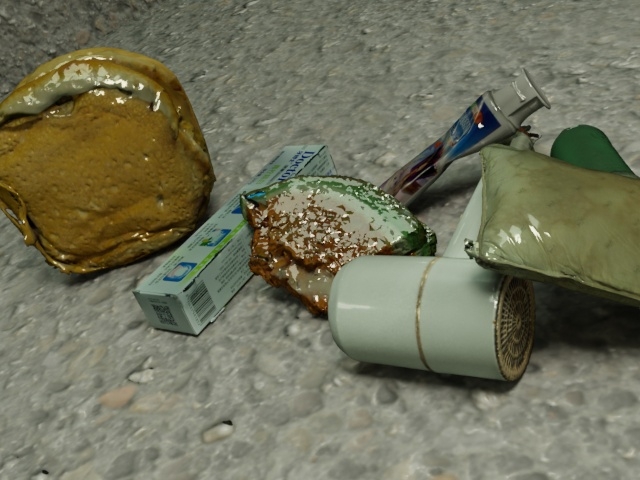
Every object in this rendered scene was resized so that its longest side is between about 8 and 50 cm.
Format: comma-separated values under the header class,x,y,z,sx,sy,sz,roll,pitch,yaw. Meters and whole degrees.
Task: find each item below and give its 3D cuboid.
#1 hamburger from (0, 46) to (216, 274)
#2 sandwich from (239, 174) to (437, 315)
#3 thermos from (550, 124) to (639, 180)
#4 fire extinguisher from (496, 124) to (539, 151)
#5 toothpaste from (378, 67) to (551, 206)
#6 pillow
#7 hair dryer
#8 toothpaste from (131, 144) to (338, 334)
class,x,y,z,sx,sy,sz,roll,pitch,yaw
hamburger,-0.298,-0.108,1.094,0.318,0.319,0.158,-22,32,-1
sandwich,-0.001,-0.011,0.914,0.235,0.079,0.159,30,63,29
thermos,0.302,-0.070,0.893,0.073,0.083,0.188,4,30,-1
fire extinguisher,0.244,-0.100,0.988,0.062,0.050,0.177,-1,34,7
toothpaste,0.151,-0.102,0.973,0.266,0.061,0.096,-38,22,25
pillow,0.274,-0.006,0.698,0.302,0.075,0.185,14,38,2
hair dryer,0.157,-0.011,0.828,0.173,0.108,0.357,4,40,32
toothpaste,-0.095,-0.013,1.040,0.081,0.067,0.336,4,37,36
